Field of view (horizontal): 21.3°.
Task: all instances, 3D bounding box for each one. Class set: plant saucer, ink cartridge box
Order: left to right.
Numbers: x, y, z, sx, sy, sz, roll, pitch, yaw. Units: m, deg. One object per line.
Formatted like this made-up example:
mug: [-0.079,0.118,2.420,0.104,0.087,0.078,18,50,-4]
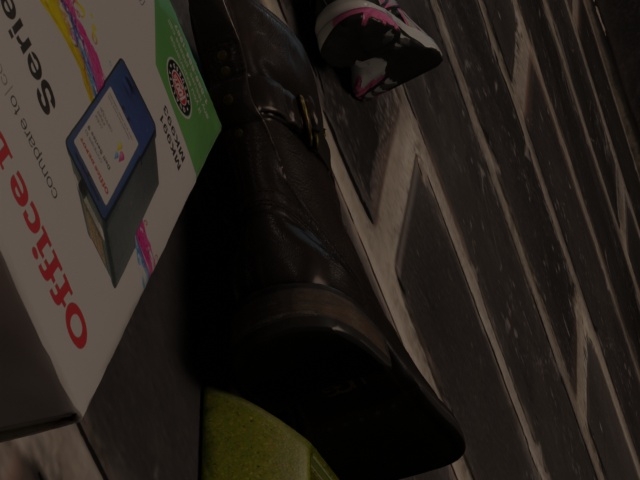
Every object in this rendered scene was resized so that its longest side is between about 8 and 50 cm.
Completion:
ink cartridge box: [-0.118,-0.048,0.570,0.212,0.093,0.154,-69,142,-60]
plant saucer: [-0.001,0.189,0.835,0.188,0.045,0.188,57,25,-48]

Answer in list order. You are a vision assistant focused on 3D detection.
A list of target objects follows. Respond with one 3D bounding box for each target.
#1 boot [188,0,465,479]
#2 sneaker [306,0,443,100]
boot: [0.000,0.000,0.934,0.263,0.091,0.229,60,15,-56]
sneaker: [0.035,-0.159,1.216,0.178,0.072,0.077,39,29,-73]
